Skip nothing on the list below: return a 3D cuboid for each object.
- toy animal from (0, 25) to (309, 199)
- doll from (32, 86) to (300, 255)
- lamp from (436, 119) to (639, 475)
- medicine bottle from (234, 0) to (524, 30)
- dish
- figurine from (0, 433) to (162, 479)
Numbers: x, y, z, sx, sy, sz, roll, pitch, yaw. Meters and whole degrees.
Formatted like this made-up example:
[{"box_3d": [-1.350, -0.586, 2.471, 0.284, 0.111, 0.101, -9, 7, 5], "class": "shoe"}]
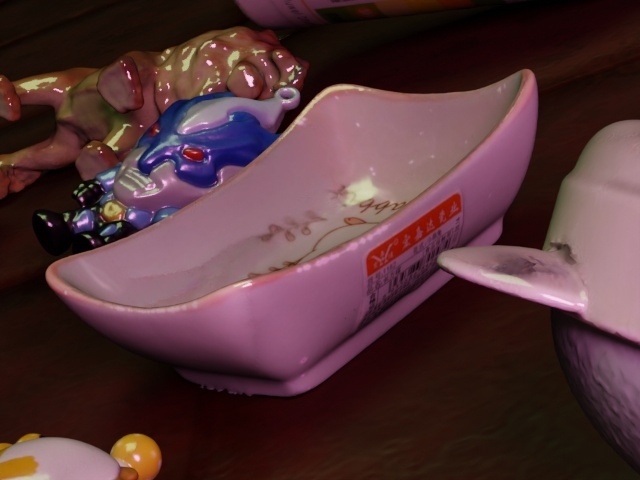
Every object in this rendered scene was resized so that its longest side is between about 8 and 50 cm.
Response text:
[{"box_3d": [-0.139, -0.096, 1.134, 0.312, 0.097, 0.157, -5, 13, 46], "class": "toy animal"}, {"box_3d": [-0.084, -0.044, 0.948, 0.096, 0.070, 0.195, 33, 54, 31], "class": "doll"}, {"box_3d": [0.162, 0.034, 0.379, 0.246, 0.108, 0.179, 11, 6, 31], "class": "lamp"}, {"box_3d": [0.103, -0.221, 1.063, 0.324, 0.124, 0.179, -6, -4, 16], "class": "medicine bottle"}, {"box_3d": [0.000, 0.000, 0.714, 0.151, 0.077, 0.212, 3, 31, 47], "class": "dish"}, {"box_3d": [-0.107, 0.101, 0.574, 0.101, 0.068, 0.143, -38, 17, 6], "class": "figurine"}]
